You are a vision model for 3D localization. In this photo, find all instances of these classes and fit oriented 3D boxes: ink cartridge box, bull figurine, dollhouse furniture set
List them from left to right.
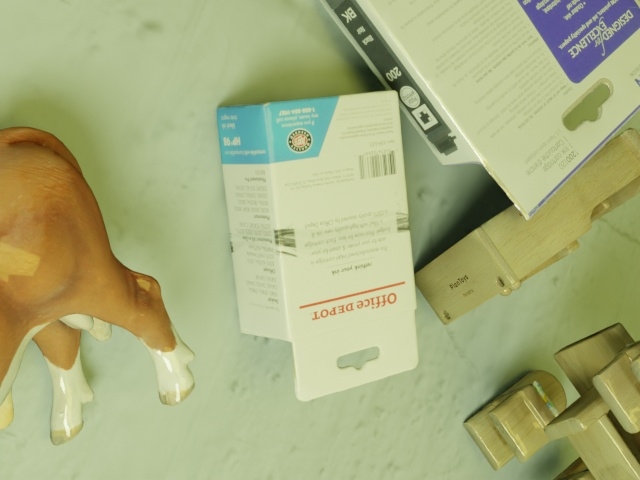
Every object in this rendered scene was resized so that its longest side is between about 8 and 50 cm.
[{"bbox_3d":[-0.206,0.084,0.513,0.310,0.101,0.188,-45,121,-23],"label":"bull figurine"},{"bbox_3d":[0.000,0.000,0.681,0.104,0.060,0.180,-11,99,-36],"label":"ink cartridge box"},{"bbox_3d":[0.128,-0.147,0.740,0.206,0.045,0.208,-40,96,-28],"label":"ink cartridge box"},{"bbox_3d":[0.208,0.072,0.752,0.161,0.212,0.242,-31,84,-29],"label":"dollhouse furniture set"}]
